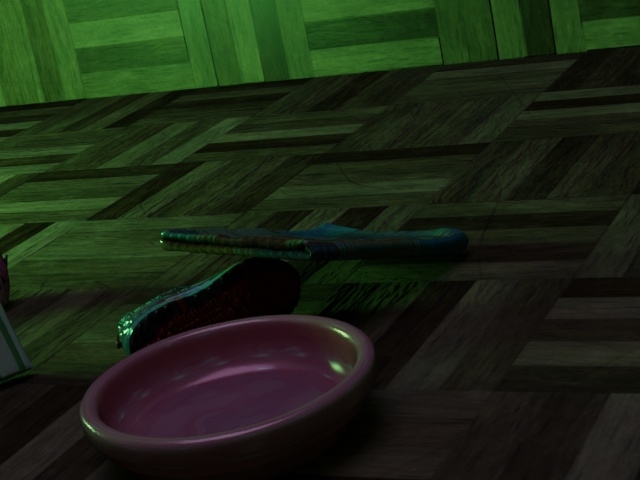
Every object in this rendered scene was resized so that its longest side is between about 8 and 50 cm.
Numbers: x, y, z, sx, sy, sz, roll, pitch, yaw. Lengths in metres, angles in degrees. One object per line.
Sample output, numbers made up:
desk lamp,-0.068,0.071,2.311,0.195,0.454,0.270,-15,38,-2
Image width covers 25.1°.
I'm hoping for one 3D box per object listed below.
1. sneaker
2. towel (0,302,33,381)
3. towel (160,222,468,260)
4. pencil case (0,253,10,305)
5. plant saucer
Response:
sneaker,-0.153,0.081,1.912,0.262,0.104,0.125,-19,17,-24
towel,-0.567,0.125,1.858,0.325,0.248,0.038,-22,-12,-31
towel,0.000,0.000,1.975,0.271,0.040,0.370,3,2,37
pencil case,-0.585,0.070,2.221,0.209,0.098,0.095,-13,18,-2
plant saucer,-0.097,0.182,1.598,0.332,0.084,0.332,-11,19,4
